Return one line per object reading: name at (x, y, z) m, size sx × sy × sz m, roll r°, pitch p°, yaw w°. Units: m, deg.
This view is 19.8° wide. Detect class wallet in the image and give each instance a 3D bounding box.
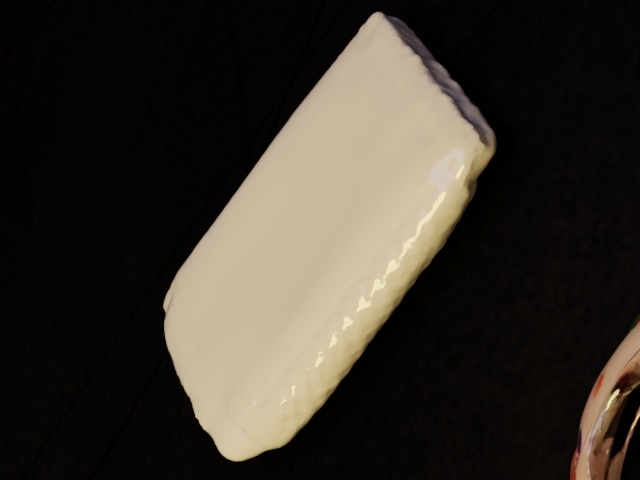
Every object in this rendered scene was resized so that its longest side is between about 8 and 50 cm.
wallet at (0.000, 0.000, 0.782) m, size 0.183 × 0.032 × 0.124 m, roll -54°, pitch 38°, yaw 19°

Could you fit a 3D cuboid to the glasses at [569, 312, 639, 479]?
glasses at (0.152, 0.016, 0.566) m, size 0.255 × 0.095 × 0.162 m, roll -60°, pitch 10°, yaw 11°
